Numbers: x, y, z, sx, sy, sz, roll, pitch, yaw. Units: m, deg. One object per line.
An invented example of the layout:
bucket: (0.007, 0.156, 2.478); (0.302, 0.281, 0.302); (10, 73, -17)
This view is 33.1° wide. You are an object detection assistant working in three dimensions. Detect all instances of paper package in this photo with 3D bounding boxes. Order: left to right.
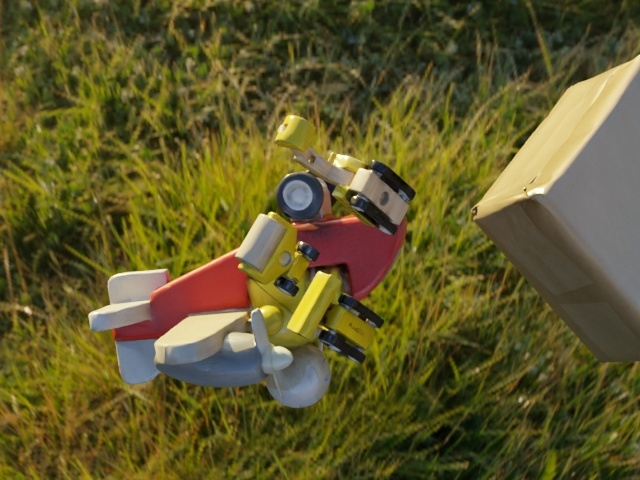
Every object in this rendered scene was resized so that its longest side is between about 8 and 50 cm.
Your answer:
paper package: (0.426, -0.037, 1.506); (0.325, 0.168, 0.309); (47, 65, -14)

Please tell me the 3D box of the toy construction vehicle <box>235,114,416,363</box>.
toy construction vehicle: (0.000, 0.000, 0.493); (0.035, 0.098, 0.086); (19, 79, 45)

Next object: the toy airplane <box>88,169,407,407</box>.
toy airplane: (-0.096, 0.104, 1.397); (0.386, 0.384, 0.273); (-29, 91, -34)
